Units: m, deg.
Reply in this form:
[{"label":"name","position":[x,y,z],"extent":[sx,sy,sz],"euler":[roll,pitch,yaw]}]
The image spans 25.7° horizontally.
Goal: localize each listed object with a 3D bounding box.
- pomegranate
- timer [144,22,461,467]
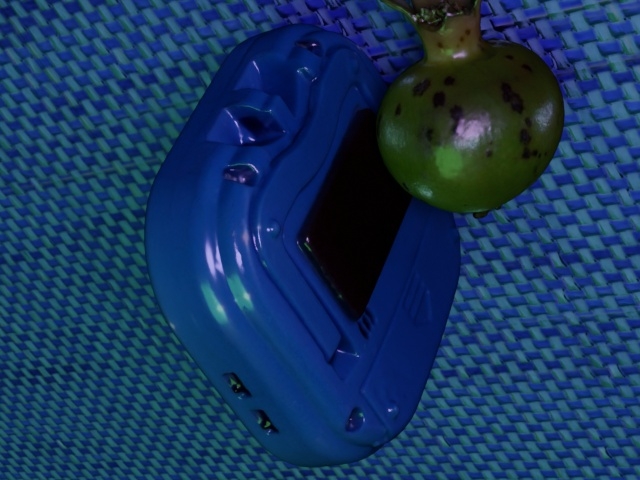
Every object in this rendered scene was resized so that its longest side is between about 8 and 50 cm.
[{"label":"pomegranate","position":[0.112,-0.125,1.151],"extent":[0.156,0.156,0.220],"euler":[-19,93,41]},{"label":"timer","position":[0.000,0.000,1.177],"extent":[0.115,0.340,0.309],"euler":[-13,125,33]}]
